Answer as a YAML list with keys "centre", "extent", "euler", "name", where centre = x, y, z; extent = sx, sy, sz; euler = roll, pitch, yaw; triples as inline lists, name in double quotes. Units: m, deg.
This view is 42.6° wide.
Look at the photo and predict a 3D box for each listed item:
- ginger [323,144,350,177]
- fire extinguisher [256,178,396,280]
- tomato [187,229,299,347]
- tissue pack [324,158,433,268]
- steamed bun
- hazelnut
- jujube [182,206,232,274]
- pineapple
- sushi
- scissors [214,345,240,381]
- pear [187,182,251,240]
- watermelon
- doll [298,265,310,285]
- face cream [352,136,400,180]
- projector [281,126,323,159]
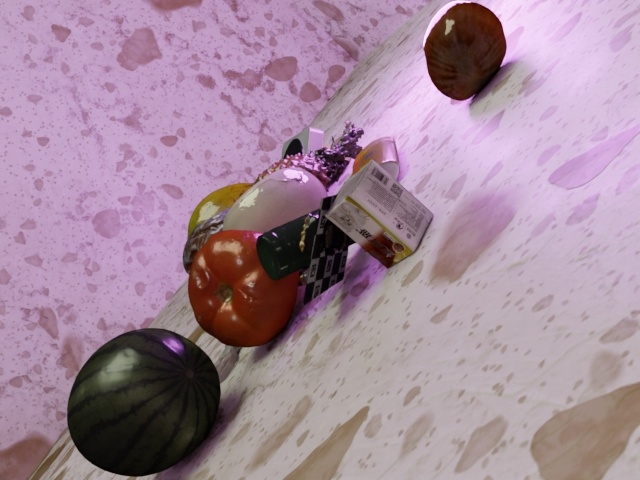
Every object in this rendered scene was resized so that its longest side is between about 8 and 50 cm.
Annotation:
- centre: [0.019, -0.223, 2.523]
  extent: [0.193, 0.115, 0.122]
  euler: [-117, 47, -70]
  name: "ginger"
- centre: [0.024, -0.029, 1.630]
  extent: [0.311, 0.114, 0.095]
  euler: [-24, 43, -26]
  name: "fire extinguisher"
- centre: [-0.151, 0.099, 1.720]
  extent: [0.260, 0.260, 0.180]
  euler: [-41, -15, 34]
  name: "tomato"
- centre: [0.101, -0.044, 1.419]
  extent: [0.099, 0.149, 0.106]
  euler: [-37, 16, 48]
  name: "tissue pack"
- centre: [-0.091, -0.034, 1.992]
  extent: [0.283, 0.177, 0.283]
  euler: [-36, -15, -12]
  name: "steamed bun"
- centre: [0.320, -0.412, 1.784]
  extent: [0.186, 0.210, 0.210]
  euler: [-21, -2, -26]
  name: "hazelnut"
- centre: [-0.260, 0.026, 2.418]
  extent: [0.246, 0.215, 0.308]
  euler: [-20, -9, -37]
  name: "jujube"
- centre: [-0.019, -0.191, 2.233]
  extent: [0.361, 0.175, 0.175]
  euler: [-39, 8, -15]
  name: "pineapple"
- centre: [0.000, 0.000, 1.501]
  extent: [0.215, 0.050, 0.192]
  euler: [-23, -55, -67]
  name: "sushi"
- centre: [-0.202, 0.243, 1.930]
  extent: [0.118, 0.030, 0.242]
  euler: [-37, 20, 46]
  name: "scissors"
- centre: [-0.311, -0.057, 2.827]
  extent: [0.307, 0.253, 0.253]
  euler: [-35, 11, -3]
  name: "pear"
- centre: [-0.357, 0.325, 1.631]
  extent: [0.359, 0.279, 0.279]
  euler: [-42, 13, 38]
  name: "watermelon"
- centre: [-0.105, 0.084, 1.857]
  extent: [0.103, 0.145, 0.316]
  euler: [-14, -21, -48]
  name: "doll"
- centre: [0.128, -0.170, 1.943]
  extent: [0.139, 0.067, 0.285]
  euler: [-43, 12, 15]
  name: "face cream"
- centre: [-0.058, -0.188, 2.467]
  extent: [0.257, 0.079, 0.259]
  euler: [165, 112, -69]
  name: "projector"
